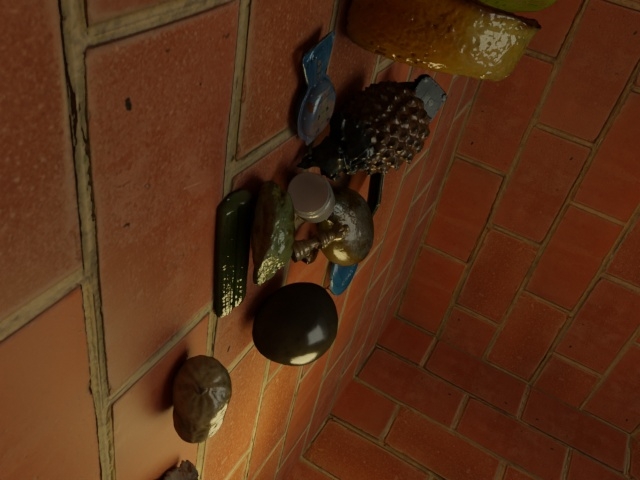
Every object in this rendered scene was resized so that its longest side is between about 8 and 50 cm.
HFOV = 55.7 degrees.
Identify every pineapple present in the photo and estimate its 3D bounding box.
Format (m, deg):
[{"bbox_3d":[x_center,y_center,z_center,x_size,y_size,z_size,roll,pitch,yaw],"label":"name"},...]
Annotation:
[{"bbox_3d":[0.097,-0.240,1.432,0.357,0.222,0.223,-33,147,-43],"label":"pineapple"}]

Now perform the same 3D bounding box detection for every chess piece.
[{"bbox_3d":[0.000,0.000,1.577,0.172,0.060,0.060,-23,149,-16],"label":"chess piece"}]

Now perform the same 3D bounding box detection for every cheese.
[{"bbox_3d":[-0.009,-0.299,1.241,0.135,0.052,0.245,-53,161,-35],"label":"cheese"}]

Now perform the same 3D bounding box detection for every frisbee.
[{"bbox_3d":[0.099,0.079,2.112,0.242,0.045,0.242,15,90,-70],"label":"frisbee"}]

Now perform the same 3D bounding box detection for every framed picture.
[{"bbox_3d":[0.168,-0.166,1.836,0.274,0.017,0.217,107,-8,-78],"label":"framed picture"}]

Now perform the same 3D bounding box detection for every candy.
[{"bbox_3d":[-0.038,0.038,1.684,0.182,0.046,0.053,2,110,-78],"label":"candy"}]

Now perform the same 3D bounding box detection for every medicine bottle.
[{"bbox_3d":[-0.021,-0.097,1.368,0.103,0.102,0.186,-64,175,-1],"label":"medicine bottle"}]

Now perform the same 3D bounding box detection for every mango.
[{"bbox_3d":[0.061,-0.045,1.714,0.193,0.146,0.316,-60,148,-18],"label":"mango"}]

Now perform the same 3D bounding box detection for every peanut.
[{"bbox_3d":[-0.259,0.349,1.311,0.129,0.129,0.224,-45,153,-48],"label":"peanut"}]

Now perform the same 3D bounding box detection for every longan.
[{"bbox_3d":[-0.068,0.222,1.589,0.246,0.215,0.246,-23,137,-23],"label":"longan"}]

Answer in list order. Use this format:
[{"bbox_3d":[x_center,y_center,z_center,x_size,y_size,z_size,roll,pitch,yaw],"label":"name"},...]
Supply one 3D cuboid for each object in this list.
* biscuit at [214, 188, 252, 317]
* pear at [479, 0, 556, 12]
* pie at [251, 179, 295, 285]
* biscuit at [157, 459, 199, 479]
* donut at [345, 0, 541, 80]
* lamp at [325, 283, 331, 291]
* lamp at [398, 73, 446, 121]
[{"bbox_3d":[-0.178,0.033,1.249,0.099,0.038,0.323,-44,155,-43],"label":"biscuit"},{"bbox_3d":[0.523,-0.791,1.606,0.391,0.391,0.391,-55,162,-28],"label":"pear"},{"bbox_3d":[-0.096,-0.016,1.250,0.248,0.089,0.201,109,-12,-70],"label":"pie"},{"bbox_3d":[-0.395,0.674,1.457,0.281,0.084,0.179,-38,149,-59],"label":"biscuit"},{"bbox_3d":[0.266,-0.457,1.317,0.435,0.377,0.164,-26,139,-57],"label":"donut"},{"bbox_3d":[0.054,0.136,2.150,0.121,0.041,0.054,-59,155,-28],"label":"lamp"},{"bbox_3d":[0.237,-0.370,1.789,0.203,0.124,0.283,-57,-167,-3],"label":"lamp"}]
